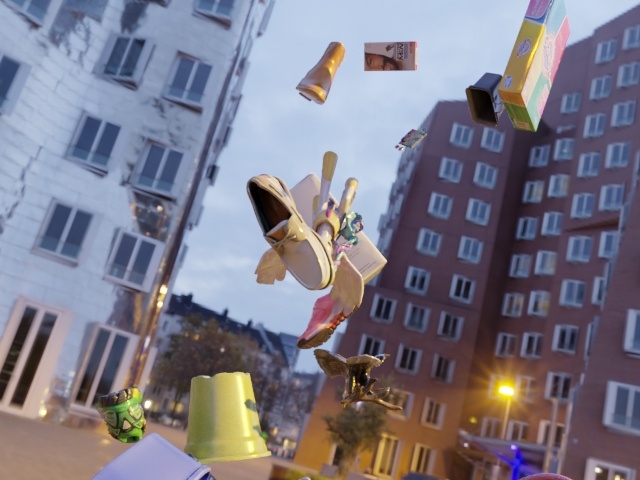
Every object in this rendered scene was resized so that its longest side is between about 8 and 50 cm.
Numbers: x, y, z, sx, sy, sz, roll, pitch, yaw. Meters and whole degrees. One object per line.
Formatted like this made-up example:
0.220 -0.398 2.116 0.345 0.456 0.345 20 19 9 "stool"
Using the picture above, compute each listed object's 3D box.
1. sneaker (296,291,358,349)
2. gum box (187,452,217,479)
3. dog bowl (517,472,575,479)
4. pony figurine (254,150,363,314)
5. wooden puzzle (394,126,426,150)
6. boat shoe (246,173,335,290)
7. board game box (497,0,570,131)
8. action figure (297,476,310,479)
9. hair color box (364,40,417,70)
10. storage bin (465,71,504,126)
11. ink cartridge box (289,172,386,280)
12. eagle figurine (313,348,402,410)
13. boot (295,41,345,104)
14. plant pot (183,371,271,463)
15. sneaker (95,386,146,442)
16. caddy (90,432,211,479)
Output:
0.012 0.301 2.720 0.136 0.314 0.116 44 -5 30 "sneaker"
-0.376 0.682 1.835 0.157 0.184 0.041 24 -37 45 "gum box"
0.583 0.787 1.762 0.150 0.408 0.408 47 -28 -19 "dog bowl"
0.000 0.000 1.834 0.302 0.363 0.351 15 -37 -1 "pony figurine"
0.208 -0.232 1.560 0.049 0.083 0.006 31 -19 51 "wooden puzzle"
-0.080 -0.015 1.551 0.113 0.302 0.103 -38 -15 20 "boat shoe"
0.578 -0.486 1.837 0.064 0.317 0.242 17 -6 29 "board game box"
-0.012 0.876 2.268 0.276 0.248 0.370 56 -9 26 "action figure"
0.226 -0.592 2.202 0.167 0.093 0.053 2 15 14 "hair color box"
0.481 -0.403 1.929 0.098 0.091 0.135 22 -26 39 "storage bin"
0.037 -0.012 2.384 0.395 0.166 0.285 51 -5 8 "ink cartridge box"
0.108 0.422 2.174 0.226 0.225 0.298 50 10 -21 "eagle figurine"
0.012 -0.562 2.260 0.104 0.211 0.295 32 6 -12 "boot"
-0.298 0.537 2.085 0.276 0.254 0.276 -6 -14 -2 "plant pot"
-0.565 0.509 1.947 0.134 0.146 0.343 -14 -11 -15 "sneaker"
-0.324 0.506 1.219 0.179 0.241 0.341 34 15 11 "caddy"
